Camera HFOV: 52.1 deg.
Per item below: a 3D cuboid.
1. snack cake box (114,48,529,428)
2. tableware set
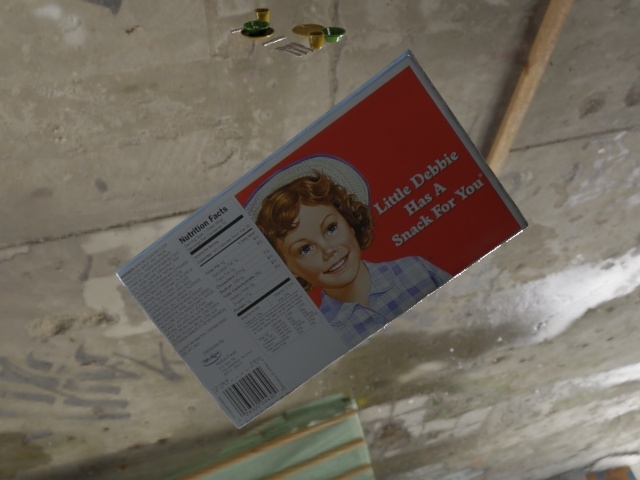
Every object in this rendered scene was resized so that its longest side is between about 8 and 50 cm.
[{"bbox_3d":[0.000,0.000,0.502,0.264,0.152,0.089,-35,-175,7],"label":"snack cake box"},{"bbox_3d":[-0.045,-0.294,0.905,0.104,0.154,0.024,-31,135,-34],"label":"tableware set"}]
